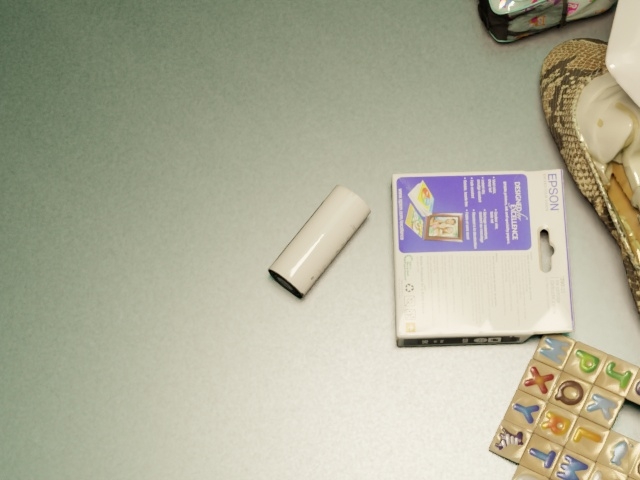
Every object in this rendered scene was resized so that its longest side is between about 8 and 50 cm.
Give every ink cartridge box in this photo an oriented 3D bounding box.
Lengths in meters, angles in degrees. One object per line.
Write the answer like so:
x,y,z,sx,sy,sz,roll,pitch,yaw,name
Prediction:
0.190,0.019,1.690,0.208,0.045,0.206,-2,72,4,ink cartridge box

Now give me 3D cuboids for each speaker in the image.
0.000,0.000,1.700,0.055,0.055,0.136,36,79,12,speaker

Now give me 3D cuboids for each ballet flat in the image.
0.393,-0.052,1.633,0.164,0.182,0.483,-19,73,-2,ballet flat

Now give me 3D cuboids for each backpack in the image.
0.284,-0.350,1.749,0.188,0.144,0.166,-10,68,-4,backpack

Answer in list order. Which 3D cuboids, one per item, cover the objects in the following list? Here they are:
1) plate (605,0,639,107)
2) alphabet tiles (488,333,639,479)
0.438,-0.195,1.613,0.277,0.045,0.278,43,44,-21,plate
0.293,0.241,1.608,0.198,0.009,0.237,23,80,25,alphabet tiles
